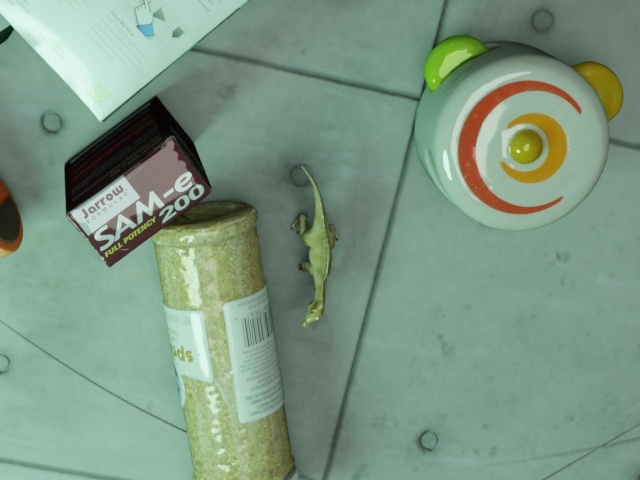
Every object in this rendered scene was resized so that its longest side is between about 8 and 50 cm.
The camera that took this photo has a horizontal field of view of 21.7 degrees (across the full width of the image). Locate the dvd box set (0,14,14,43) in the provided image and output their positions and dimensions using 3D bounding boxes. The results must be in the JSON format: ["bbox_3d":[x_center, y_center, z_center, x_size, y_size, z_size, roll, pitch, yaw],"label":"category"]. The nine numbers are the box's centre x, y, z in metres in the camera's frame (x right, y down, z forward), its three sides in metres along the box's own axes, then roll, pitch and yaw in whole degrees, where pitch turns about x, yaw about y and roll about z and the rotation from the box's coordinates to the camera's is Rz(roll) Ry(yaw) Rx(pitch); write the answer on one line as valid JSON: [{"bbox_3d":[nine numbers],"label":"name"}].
[{"bbox_3d":[-0.530,-0.282,1.563,0.308,0.062,0.420,-41,92,-29],"label":"dvd box set"}]

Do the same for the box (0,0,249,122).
[{"bbox_3d":[-0.163,-0.294,1.557,0.322,0.058,0.232,-36,107,19],"label":"box"}]

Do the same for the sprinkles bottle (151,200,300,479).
[{"bbox_3d":[-0.102,0.139,1.825,0.121,0.121,0.355,-10,105,-6],"label":"sprinkles bottle"}]

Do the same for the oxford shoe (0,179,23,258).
[{"bbox_3d":[-0.463,-0.098,1.695,0.133,0.130,0.363,-26,116,21],"label":"oxford shoe"}]

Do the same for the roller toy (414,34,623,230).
[{"bbox_3d":[0.208,-0.111,1.793,0.209,0.146,0.191,8,103,-11],"label":"roller toy"}]

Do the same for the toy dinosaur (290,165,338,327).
[{"bbox_3d":[0.000,0.000,1.818,0.053,0.092,0.183,-3,105,-8],"label":"toy dinosaur"}]

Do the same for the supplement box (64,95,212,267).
[{"bbox_3d":[-0.189,-0.065,1.698,0.130,0.239,0.073,-36,106,2],"label":"supplement box"}]
